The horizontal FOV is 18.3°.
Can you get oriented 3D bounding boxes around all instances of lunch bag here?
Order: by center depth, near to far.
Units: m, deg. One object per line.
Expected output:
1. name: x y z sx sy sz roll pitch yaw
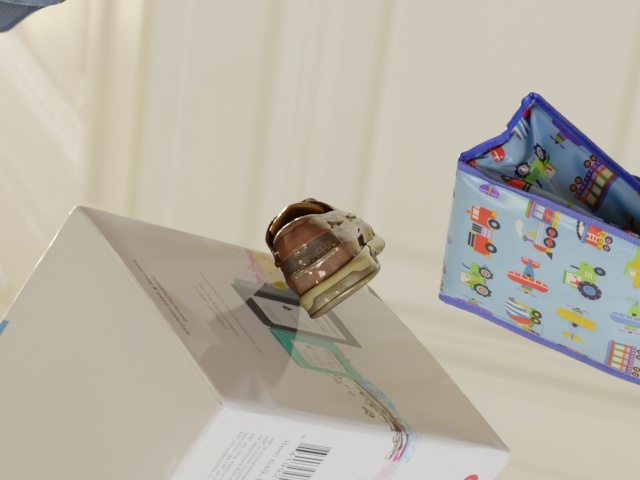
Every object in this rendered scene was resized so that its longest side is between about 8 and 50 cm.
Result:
1. lunch bag: 0.278 0.028 1.998 0.293 0.221 0.138 34 -123 23

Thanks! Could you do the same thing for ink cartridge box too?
1. ink cartridge box: -0.062 0.132 1.269 0.270 0.198 0.197 16 -154 -46

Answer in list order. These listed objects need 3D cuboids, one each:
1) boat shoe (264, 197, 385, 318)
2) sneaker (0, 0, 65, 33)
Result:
1. boat shoe: 0.000 0.000 1.235 0.064 0.060 0.178 -36 -174 3
2. sneaker: -0.227 -0.212 1.120 0.226 0.163 0.086 30 -134 5
